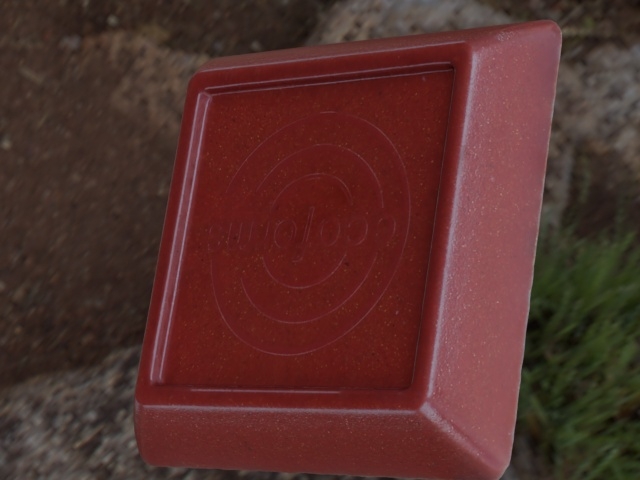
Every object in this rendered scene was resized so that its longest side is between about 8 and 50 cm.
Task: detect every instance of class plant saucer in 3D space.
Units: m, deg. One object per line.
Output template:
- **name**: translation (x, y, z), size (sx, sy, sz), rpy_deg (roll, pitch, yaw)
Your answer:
- **plant saucer**: translation (0.000, 0.000, 1.086), size (0.048, 0.258, 0.259), rpy_deg (25, 69, -50)
